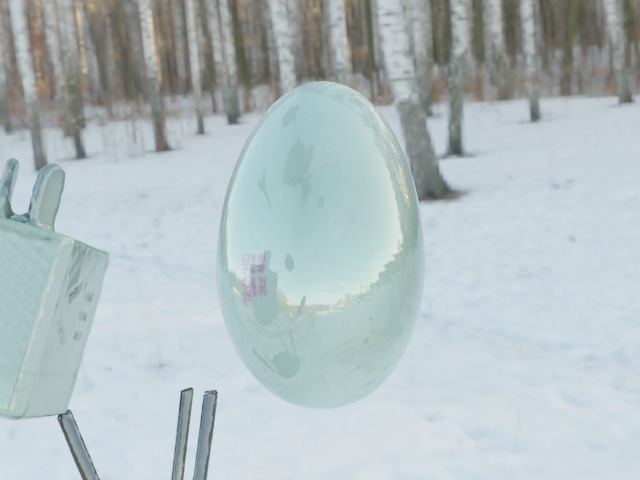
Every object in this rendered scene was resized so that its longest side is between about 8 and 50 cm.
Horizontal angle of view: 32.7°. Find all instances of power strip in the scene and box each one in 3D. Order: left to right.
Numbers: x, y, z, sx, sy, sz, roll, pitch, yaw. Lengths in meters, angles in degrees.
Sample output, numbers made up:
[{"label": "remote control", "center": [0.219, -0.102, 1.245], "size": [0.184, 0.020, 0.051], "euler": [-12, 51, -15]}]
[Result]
[{"label": "power strip", "center": [-0.282, 0.037, 0.990], "size": [0.139, 0.224, 0.140], "euler": [15, -6, 7]}]

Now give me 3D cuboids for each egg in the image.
[{"label": "egg", "center": [0.000, 0.000, 1.200], "size": [0.230, 0.371, 0.230], "euler": [-1, -19, 0]}]

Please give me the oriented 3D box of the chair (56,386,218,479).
[{"label": "chair", "center": [-0.172, 0.273, 1.033], "size": [0.172, 0.246, 0.159], "euler": [-9, -4, -15]}]
